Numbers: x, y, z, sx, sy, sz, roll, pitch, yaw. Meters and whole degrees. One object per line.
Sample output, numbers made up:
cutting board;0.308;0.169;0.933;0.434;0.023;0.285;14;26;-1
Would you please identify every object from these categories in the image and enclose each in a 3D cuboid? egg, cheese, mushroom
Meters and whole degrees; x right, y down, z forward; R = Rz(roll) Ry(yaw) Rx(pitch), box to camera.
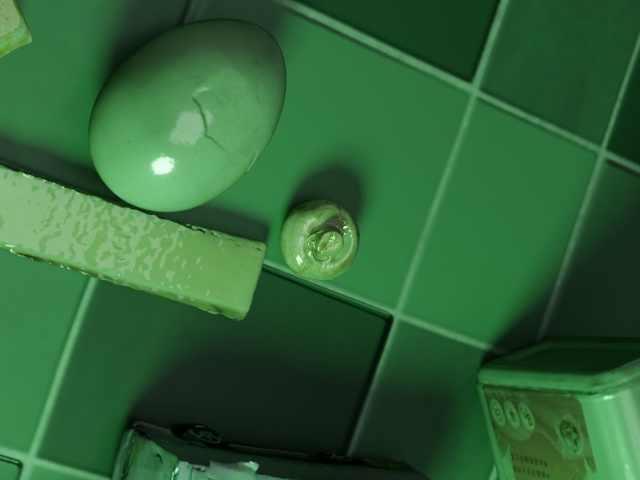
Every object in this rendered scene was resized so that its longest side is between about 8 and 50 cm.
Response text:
egg;-0.117;-0.119;1.269;0.209;0.151;0.151;-45;111;-15
cheese;-0.235;-0.013;1.293;0.400;0.034;0.085;18;92;-24
mushroom;0.000;0.000;1.380;0.084;0.067;0.083;-4;103;-20

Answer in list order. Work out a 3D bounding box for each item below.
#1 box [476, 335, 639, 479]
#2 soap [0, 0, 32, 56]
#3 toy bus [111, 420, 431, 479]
box;0.286;0.198;1.408;0.175;0.312;0.182;-18;93;-22
soap;-0.404;-0.186;1.168;0.274;0.089;0.173;-29;105;-20
toy bus;-0.039;0.255;1.348;0.317;0.138;0.112;12;89;-27
